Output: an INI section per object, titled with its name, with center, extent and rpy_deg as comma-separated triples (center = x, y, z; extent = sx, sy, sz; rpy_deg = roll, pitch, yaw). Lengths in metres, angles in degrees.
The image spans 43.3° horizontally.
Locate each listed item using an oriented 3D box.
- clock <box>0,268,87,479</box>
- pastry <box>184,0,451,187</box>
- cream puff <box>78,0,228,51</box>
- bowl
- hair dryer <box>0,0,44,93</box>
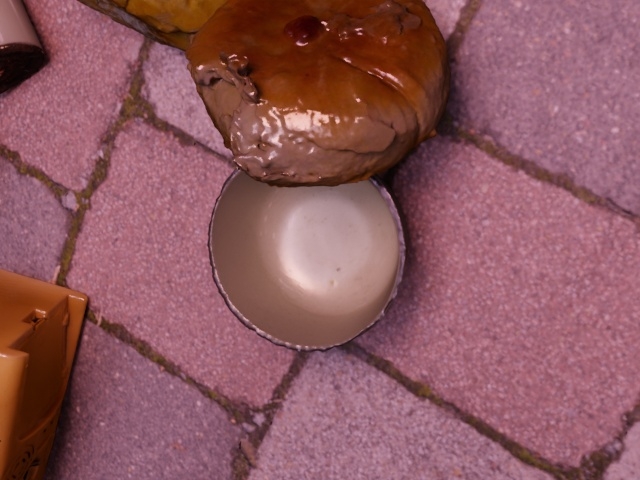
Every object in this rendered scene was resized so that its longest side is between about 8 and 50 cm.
[clock]
center = -0.416, 0.216, 0.970
extent = 0.200, 0.244, 0.317
rpy_deg = 11, 105, 5
[pastry]
center = 0.002, -0.162, 0.743
extent = 0.235, 0.121, 0.257
rpy_deg = -22, 51, -11
[cream puff]
center = -0.165, -0.300, 0.837
extent = 0.221, 0.194, 0.195
rpy_deg = 31, 108, 28
[bowl]
center = 0.000, 0.000, 0.833
extent = 0.211, 0.112, 0.211
rpy_deg = 4, 100, 21
[hair dryer]
center = -0.516, -0.238, 1.018
extent = 0.362, 0.128, 0.203
rpy_deg = -27, 88, 31
